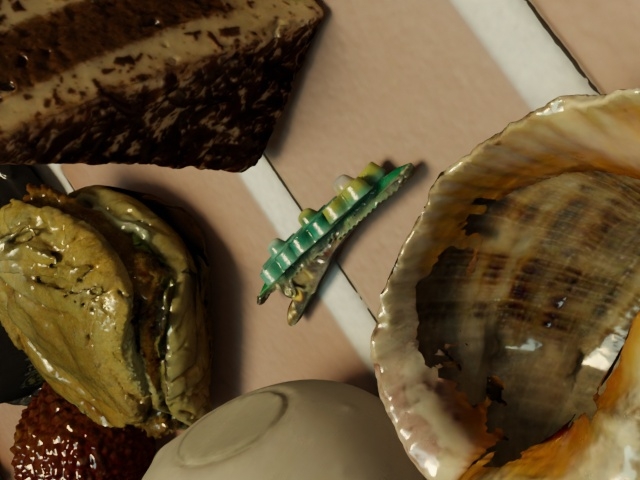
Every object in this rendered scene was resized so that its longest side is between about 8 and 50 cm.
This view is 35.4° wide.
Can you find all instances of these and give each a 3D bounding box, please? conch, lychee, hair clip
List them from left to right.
[{"bbox_3d":[-0.204,0.174,0.851,0.129,0.123,0.123,31,127,31],"label":"lychee"},{"bbox_3d":[-0.001,0.000,0.624,0.049,0.049,0.173,54,138,13],"label":"hair clip"},{"bbox_3d":[0.140,0.070,0.439,0.210,0.159,0.291,51,128,49],"label":"conch"}]

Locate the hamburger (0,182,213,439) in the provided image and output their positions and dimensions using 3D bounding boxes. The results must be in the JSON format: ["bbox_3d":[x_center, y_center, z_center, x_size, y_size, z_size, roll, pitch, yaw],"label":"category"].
[{"bbox_3d":[-0.153,0.049,0.758,0.183,0.130,0.206,26,141,30],"label":"hamburger"}]

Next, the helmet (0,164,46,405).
[{"bbox_3d":[-0.329,0.051,0.896,0.230,0.160,0.279,36,129,27],"label":"helmet"}]

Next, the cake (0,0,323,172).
[{"bbox_3d":[-0.110,-0.118,0.548,0.112,0.246,0.135,46,115,22],"label":"cake"}]

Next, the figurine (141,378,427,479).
[{"bbox_3d":[0.042,0.279,0.589,0.394,0.226,0.274,64,165,-11],"label":"figurine"}]
